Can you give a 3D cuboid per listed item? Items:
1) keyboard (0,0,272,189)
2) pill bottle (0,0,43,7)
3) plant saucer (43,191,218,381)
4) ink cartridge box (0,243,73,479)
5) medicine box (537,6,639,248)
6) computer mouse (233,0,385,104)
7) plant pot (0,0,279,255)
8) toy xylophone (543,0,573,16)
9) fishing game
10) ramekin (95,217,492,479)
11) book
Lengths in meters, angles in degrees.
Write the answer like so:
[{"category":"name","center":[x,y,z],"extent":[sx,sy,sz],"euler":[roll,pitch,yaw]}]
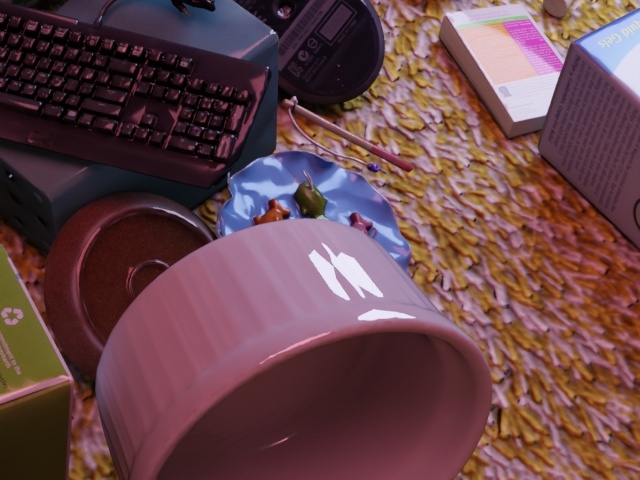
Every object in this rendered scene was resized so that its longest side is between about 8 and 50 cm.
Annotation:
[{"category":"keyboard","center":[-0.192,-0.162,1.325],"extent":[0.317,0.033,0.202],"euler":[15,64,10]},{"category":"pill bottle","center":[-0.210,-0.364,1.567],"extent":[0.361,0.204,0.204],"euler":[-28,60,-26]},{"category":"plant saucer","center":[-0.139,0.040,1.311],"extent":[0.168,0.029,0.168],"euler":[7,75,-27]},{"category":"ink cartridge box","center":[-0.218,0.164,1.152],"extent":[0.097,0.189,0.255],"euler":[-20,58,-25]},{"category":"medicine box","center":[0.397,-0.091,1.475],"extent":[0.263,0.149,0.289],"euler":[-28,59,-27]},{"category":"computer mouse","center":[-0.054,-0.238,1.524],"extent":[0.272,0.072,0.188],"euler":[43,84,-10]},{"category":"plant pot","center":[-0.175,-0.102,1.396],"extent":[0.165,0.165,0.234],"euler":[37,62,20]},{"category":"toy xylophone","center":[0.213,-0.364,1.710],"extent":[0.236,0.081,0.323],"euler":[29,53,14]},{"category":"fishing game","center":[0.000,0.000,1.369],"extent":[0.189,0.041,0.264],"euler":[27,54,-16]},{"category":"ramekin","center":[-0.027,0.115,1.173],"extent":[0.277,0.277,0.135],"euler":[-15,48,-20]},{"category":"book","center":[0.191,-0.169,1.583],"extent":[0.096,0.035,0.144],"euler":[-14,55,-23]}]
